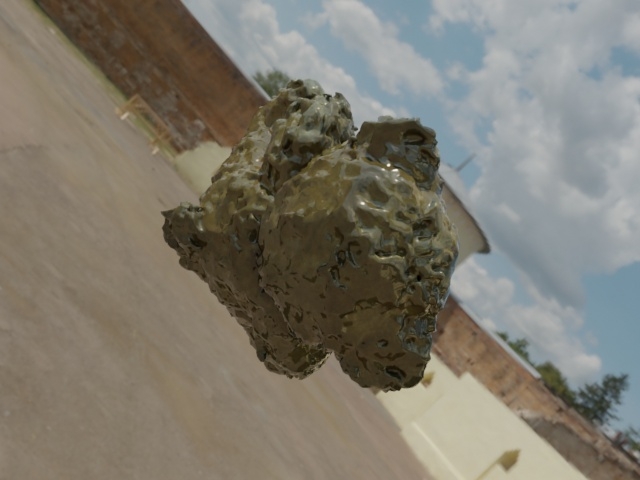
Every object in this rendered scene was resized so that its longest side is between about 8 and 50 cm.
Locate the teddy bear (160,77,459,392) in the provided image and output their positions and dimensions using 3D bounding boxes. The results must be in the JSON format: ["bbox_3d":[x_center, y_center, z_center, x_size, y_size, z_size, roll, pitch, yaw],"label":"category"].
[{"bbox_3d":[0.000,0.000,0.573,0.156,0.267,0.256,-5,8,-44],"label":"teddy bear"}]
